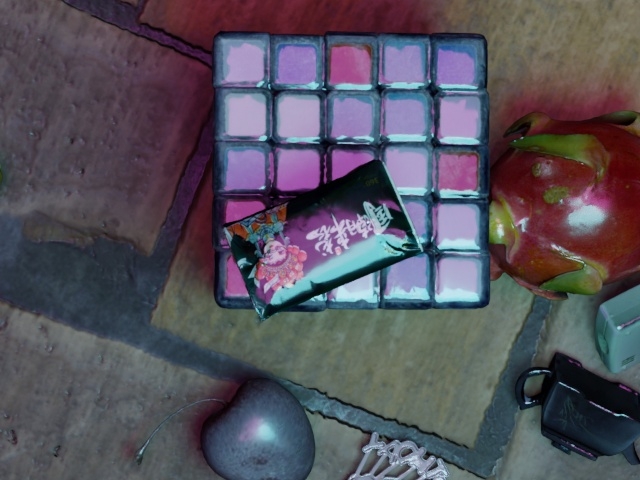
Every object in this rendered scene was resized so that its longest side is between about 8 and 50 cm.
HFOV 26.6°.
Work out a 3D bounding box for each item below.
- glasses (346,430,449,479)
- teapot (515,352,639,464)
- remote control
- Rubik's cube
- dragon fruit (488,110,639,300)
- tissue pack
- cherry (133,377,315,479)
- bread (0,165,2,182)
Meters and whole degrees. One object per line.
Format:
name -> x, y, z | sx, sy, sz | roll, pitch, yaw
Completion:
glasses -> 0.104, 0.348, 1.580 | 0.162, 0.095, 0.255 | -27, 92, -12
teapot -> 0.308, 0.210, 1.603 | 0.177, 0.087, 0.096 | 27, 112, -1
remote control -> 0.481, 0.044, 1.584 | 0.344, 0.145, 0.050 | -26, 62, -4
Rubik's cube -> 0.027, -0.067, 1.492 | 0.291, 0.293, 0.287 | 0, 88, -4
dragon fruit -> 0.278, -0.039, 1.540 | 0.227, 0.224, 0.224 | 2, 88, 17
tissue pack -> 0.001, -0.001, 1.299 | 0.170, 0.090, 0.103 | -24, 87, -4
cherry -> -0.092, 0.249, 1.573 | 0.188, 0.115, 0.148 | -45, 129, 4
bread -> -0.466, -0.025, 1.572 | 0.239, 0.074, 0.092 | -45, 55, -4
